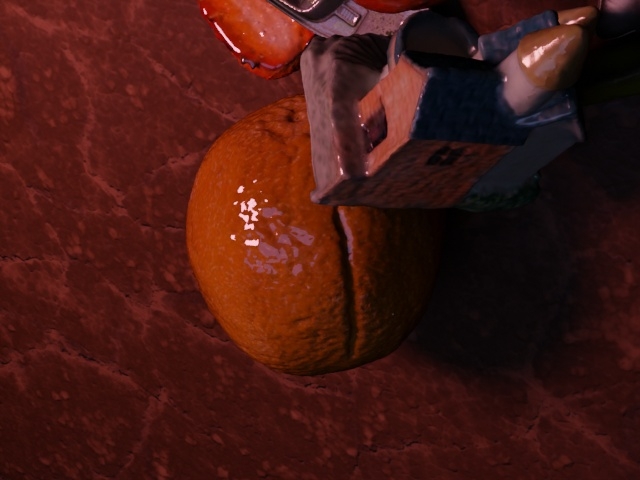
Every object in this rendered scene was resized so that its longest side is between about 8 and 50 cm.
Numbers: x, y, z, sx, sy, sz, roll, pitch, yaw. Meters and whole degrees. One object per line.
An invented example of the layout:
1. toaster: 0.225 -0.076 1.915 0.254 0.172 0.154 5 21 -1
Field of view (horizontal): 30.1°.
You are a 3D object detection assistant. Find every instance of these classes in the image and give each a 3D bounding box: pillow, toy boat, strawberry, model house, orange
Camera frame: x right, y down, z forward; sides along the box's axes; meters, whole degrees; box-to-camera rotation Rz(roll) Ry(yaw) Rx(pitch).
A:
1. pillow: 0.322 -0.273 1.217 0.091 0.055 0.136 6 126 28
2. toy boat: 0.002 -0.315 1.365 0.319 0.092 0.141 35 115 4
3. strawberry: -0.076 -0.284 1.463 0.121 0.082 0.188 -40 81 6
4. model house: 0.162 -0.169 1.186 0.325 0.267 0.194 143 125 -60
5. orange: 0.000 0.000 1.446 0.322 0.322 0.357 15 136 24

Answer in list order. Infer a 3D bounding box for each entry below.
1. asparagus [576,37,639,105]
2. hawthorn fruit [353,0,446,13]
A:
1. asparagus: 0.383 -0.191 1.236 0.277 0.060 0.067 -7 119 35
2. hawthorn fruit: 0.116 -0.358 1.199 0.271 0.242 0.242 -9 119 8
